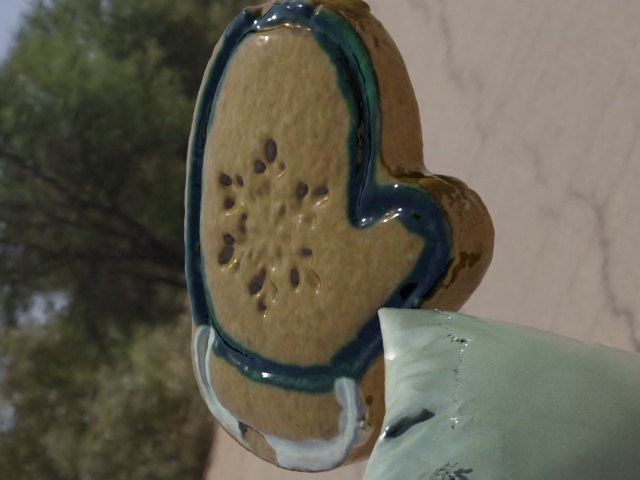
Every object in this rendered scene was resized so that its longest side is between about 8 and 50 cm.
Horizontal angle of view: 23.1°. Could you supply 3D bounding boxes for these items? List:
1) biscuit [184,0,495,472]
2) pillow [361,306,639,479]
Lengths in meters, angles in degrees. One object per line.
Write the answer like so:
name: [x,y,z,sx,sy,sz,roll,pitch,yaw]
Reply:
biscuit: [-0.002,0.000,1.104,0.287,0.057,0.344,13,103,47]
pillow: [0.161,0.152,0.878,0.312,0.310,0.119,-70,-11,-57]
